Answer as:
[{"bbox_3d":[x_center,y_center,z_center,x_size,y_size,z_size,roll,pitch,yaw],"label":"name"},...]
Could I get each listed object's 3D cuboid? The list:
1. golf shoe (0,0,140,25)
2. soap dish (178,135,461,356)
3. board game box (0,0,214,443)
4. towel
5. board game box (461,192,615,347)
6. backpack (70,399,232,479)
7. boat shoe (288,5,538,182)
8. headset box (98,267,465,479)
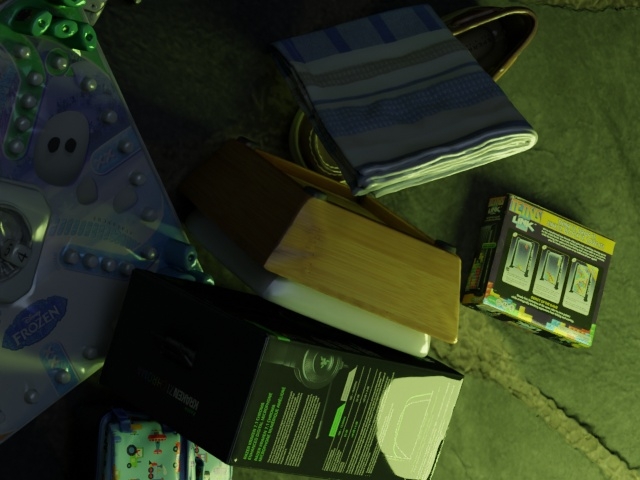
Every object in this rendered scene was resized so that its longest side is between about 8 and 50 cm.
[{"bbox_3d":[-0.258,-0.260,1.670,0.176,0.069,0.086,-21,103,-28],"label":"golf shoe"},{"bbox_3d":[0.000,0.000,1.668,0.229,0.291,0.118,22,98,-26],"label":"soap dish"},{"bbox_3d":[-0.314,0.003,1.561,0.390,0.050,0.390,-38,124,-25],"label":"board game box"},{"bbox_3d":[0.082,-0.159,1.731,0.209,0.285,0.034,-16,133,-13],"label":"towel"},{"bbox_3d":[0.265,0.038,1.955,0.170,0.048,0.141,23,74,-26],"label":"board game box"},{"bbox_3d":[-0.164,0.246,1.663,0.173,0.117,0.158,9,84,-31],"label":"backpack"},{"bbox_3d":[0.114,-0.175,1.839,0.342,0.123,0.123,-32,102,-27],"label":"boat shoe"},{"bbox_3d":[-0.049,0.138,1.618,0.283,0.246,0.131,14,95,-39],"label":"headset box"}]
